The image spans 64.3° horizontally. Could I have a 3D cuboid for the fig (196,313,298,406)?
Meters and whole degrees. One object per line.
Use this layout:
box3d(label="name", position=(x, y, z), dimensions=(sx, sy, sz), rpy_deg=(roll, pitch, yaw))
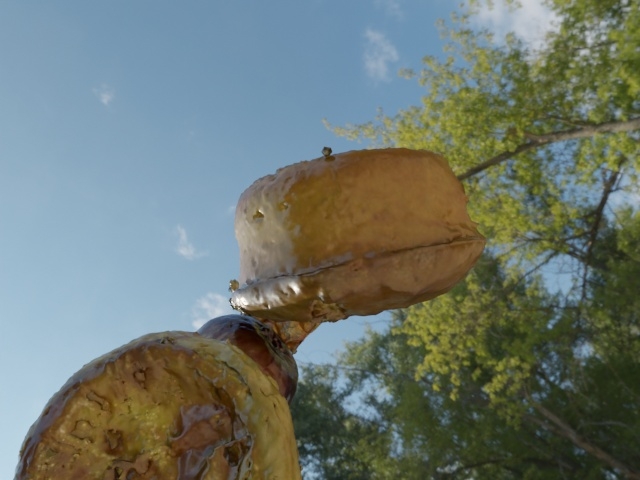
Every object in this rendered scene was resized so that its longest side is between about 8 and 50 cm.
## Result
box3d(label="fig", position=(-0.133, 0.203, 0.678), dimensions=(0.207, 0.175, 0.175), rpy_deg=(-47, -51, 5))

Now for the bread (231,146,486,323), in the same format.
box3d(label="bread", position=(0.000, 0.000, 0.603), dimensions=(0.179, 0.340, 0.194), rpy_deg=(5, -103, -43))

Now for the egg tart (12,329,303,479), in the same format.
box3d(label="egg tart", position=(-0.140, 0.225, 0.464), dimensions=(0.290, 0.290, 0.115), rpy_deg=(-44, -31, -8))

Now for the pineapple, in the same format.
box3d(label="pineapple", position=(-0.088, 0.129, 0.935), dimensions=(0.250, 0.140, 0.164), rpy_deg=(-34, -75, -13))
